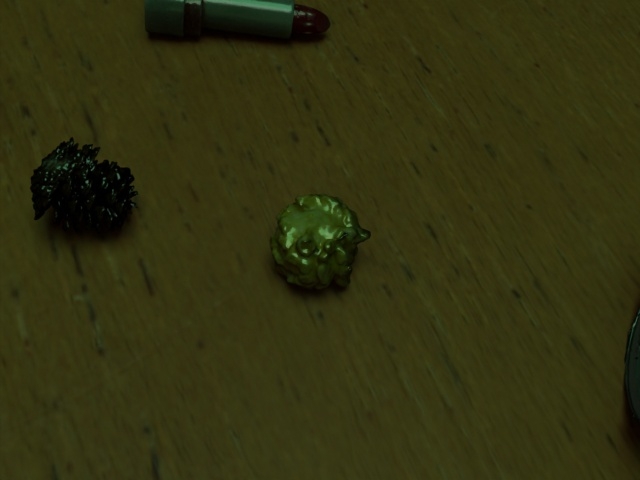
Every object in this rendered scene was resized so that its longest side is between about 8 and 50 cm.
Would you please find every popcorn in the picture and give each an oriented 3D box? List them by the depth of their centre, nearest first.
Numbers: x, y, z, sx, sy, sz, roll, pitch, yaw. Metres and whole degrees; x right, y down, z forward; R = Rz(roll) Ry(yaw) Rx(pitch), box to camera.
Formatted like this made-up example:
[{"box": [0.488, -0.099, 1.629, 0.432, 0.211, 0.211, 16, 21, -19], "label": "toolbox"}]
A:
[{"box": [0.000, 0.000, 0.606, 0.083, 0.057, 0.082, -3, 50, -6], "label": "popcorn"}]

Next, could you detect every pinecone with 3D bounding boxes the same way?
[{"box": [-0.191, -0.039, 0.599, 0.083, 0.077, 0.077, 32, 52, -25], "label": "pinecone"}]

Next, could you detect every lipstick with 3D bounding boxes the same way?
[{"box": [-0.080, -0.235, 0.752, 0.186, 0.057, 0.063, 5, 56, -8], "label": "lipstick"}]

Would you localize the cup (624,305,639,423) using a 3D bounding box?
[{"box": [0.399, 0.103, 0.525, 0.288, 0.203, 0.203, 23, 56, 0], "label": "cup"}]
